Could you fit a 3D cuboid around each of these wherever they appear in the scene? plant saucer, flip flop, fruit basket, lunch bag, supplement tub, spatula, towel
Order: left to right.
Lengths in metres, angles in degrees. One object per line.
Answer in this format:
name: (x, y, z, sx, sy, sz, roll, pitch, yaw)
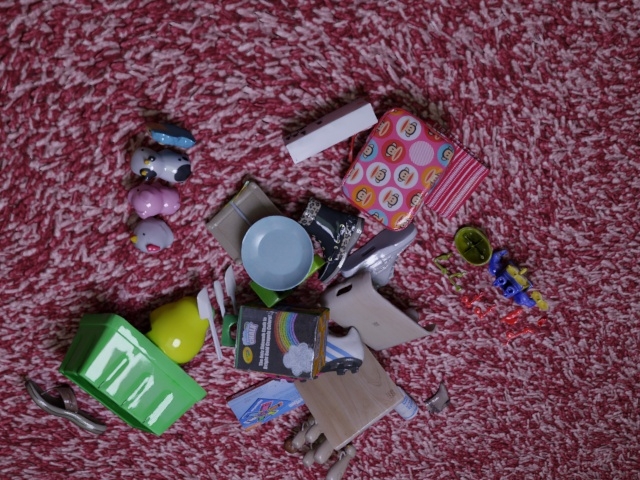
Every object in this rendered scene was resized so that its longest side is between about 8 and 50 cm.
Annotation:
flip flop: (-0.739, 0.479, 1.636, 0.277, 0.112, 0.080, 40, 75, -22)
fruit basket: (-0.471, 0.305, 1.564, 0.392, 0.282, 0.392, 8, 78, -43)
spatula: (-0.281, 0.213, 1.591, 0.019, 0.168, 0.242, 7, 121, 21)
plant saucer: (-0.109, 0.031, 1.445, 0.194, 0.037, 0.195, 1, 96, 12)
lunch bag: (0.190, -0.199, 1.487, 0.258, 0.120, 0.293, 36, 104, 4)
supplement tub: (0.278, 0.555, 1.898, 0.071, 0.071, 0.107, -39, 117, 7)
towel: (0.339, -0.200, 1.595, 0.274, 0.031, 0.199, 32, 105, -23)

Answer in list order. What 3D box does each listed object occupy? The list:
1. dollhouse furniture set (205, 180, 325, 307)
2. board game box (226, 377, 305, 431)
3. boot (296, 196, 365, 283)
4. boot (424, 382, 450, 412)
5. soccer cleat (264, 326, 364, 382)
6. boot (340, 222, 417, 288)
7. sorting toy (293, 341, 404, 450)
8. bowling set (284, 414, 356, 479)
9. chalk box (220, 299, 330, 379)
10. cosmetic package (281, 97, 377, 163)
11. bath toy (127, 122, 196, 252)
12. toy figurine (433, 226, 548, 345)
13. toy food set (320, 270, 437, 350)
dollhouse furniture set: (-0.146, 0.005, 1.549, 0.197, 0.151, 0.301, -41, 86, 13)
board game box: (-0.147, 0.507, 1.809, 0.281, 0.027, 0.145, -26, 115, 0)
boot: (0.001, -0.002, 1.588, 0.178, 0.085, 0.236, 25, 117, -10)
boot: (0.404, 0.556, 1.943, 0.086, 0.042, 0.119, -22, 116, 1)
soccer cleat: (-0.023, 0.350, 1.717, 0.331, 0.143, 0.116, -11, 143, 17)
boot: (0.193, 0.056, 1.654, 0.258, 0.095, 0.123, -32, 123, 13)
sorting toy: (0.091, 0.475, 1.721, 0.255, 0.257, 0.089, -35, 142, -6)
bowling set: (-0.018, 0.657, 1.865, 0.154, 0.199, 0.287, -45, 129, -38)
chalk box: (-0.134, 0.269, 1.571, 0.288, 0.179, 0.180, 6, 90, 11)
cosmetic package: (0.021, -0.289, 1.448, 0.239, 0.099, 0.060, -27, 117, 0)
bath toy: (-0.418, -0.117, 1.415, 0.151, 0.129, 0.348, 11, 112, -17)
toy figurine: (0.553, 0.124, 1.737, 0.363, 0.217, 0.191, 50, 118, 17)
toy food set: (0.175, 0.216, 1.683, 0.306, 0.092, 0.219, 38, 138, -23)
